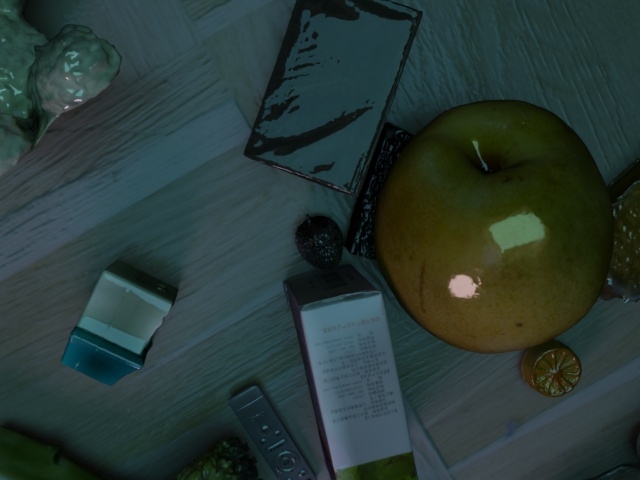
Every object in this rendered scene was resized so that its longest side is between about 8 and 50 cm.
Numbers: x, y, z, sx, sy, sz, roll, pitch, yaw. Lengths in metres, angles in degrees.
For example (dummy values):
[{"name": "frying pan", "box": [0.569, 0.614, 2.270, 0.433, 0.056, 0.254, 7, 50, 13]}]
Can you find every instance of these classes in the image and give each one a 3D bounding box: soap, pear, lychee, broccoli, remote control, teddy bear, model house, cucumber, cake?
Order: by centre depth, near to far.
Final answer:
[{"name": "teddy bear", "box": [-0.445, -0.254, 0.802, 0.327, 0.375, 0.362, -45, 114, -11]}, {"name": "pear", "box": [0.213, -0.015, 0.907, 0.314, 0.314, 0.314, -1, 98, -6]}, {"name": "model house", "box": [-0.263, 0.115, 0.961, 0.100, 0.127, 0.149, 29, 91, -8]}, {"name": "broccoli", "box": [-0.247, 0.369, 0.981, 0.353, 0.275, 0.397, -27, 79, -19]}, {"name": "lychee", "box": [0.000, 0.000, 1.001, 0.067, 0.068, 0.083, -24, 102, -22]}, {"name": "cucumber", "box": [0.080, -0.069, 1.007, 0.058, 0.058, 0.187, 17, 95, -8]}, {"name": "soap", "box": [0.466, -0.030, 1.042, 0.233, 0.076, 0.135, -42, 98, 2]}, {"name": "remote control", "box": [-0.067, 0.287, 1.057, 0.050, 0.027, 0.184, -29, 104, 0]}, {"name": "cake", "box": [0.337, 0.186, 1.073, 0.084, 0.044, 0.084, -1, 99, -5]}]

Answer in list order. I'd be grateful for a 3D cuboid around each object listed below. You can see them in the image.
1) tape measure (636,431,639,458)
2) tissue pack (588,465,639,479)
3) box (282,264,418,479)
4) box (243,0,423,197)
[{"name": "tape measure", "box": [0.628, 0.305, 1.073, 0.259, 0.138, 0.262, -40, 100, 2]}, {"name": "tissue pack", "box": [0.492, 0.567, 0.998, 0.205, 0.332, 0.405, -24, 99, -6]}, {"name": "box", "box": [0.040, 0.196, 0.965, 0.106, 0.200, 0.300, -13, 99, -5]}, {"name": "box", "box": [0.017, -0.189, 0.932, 0.148, 0.155, 0.231, 20, 96, 0]}]
